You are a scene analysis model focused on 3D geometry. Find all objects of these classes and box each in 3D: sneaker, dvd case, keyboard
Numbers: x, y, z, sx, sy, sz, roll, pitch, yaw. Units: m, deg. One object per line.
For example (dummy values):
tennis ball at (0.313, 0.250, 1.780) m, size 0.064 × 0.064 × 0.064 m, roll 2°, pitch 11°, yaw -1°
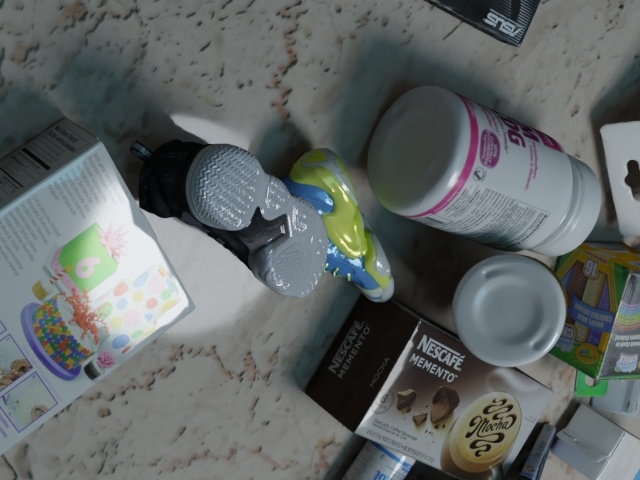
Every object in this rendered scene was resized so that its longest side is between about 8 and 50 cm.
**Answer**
sneaker at (-0.101, -0.034, 1.441) m, size 0.101 × 0.153 × 0.268 m, roll -60°, pitch 142°, yaw -14°
dvd case at (0.286, 0.380, 1.872) m, size 0.253 × 0.022 × 0.180 m, roll -28°, pitch 135°, yaw -70°
keyboard at (0.464, 0.144, 1.964) m, size 0.014 × 0.072 × 0.256 m, roll -32°, pitch 133°, yaw -62°
sneaker at (0.000, 0.000, 1.577) m, size 0.126 × 0.091 × 0.240 m, roll -27°, pitch 125°, yaw -1°

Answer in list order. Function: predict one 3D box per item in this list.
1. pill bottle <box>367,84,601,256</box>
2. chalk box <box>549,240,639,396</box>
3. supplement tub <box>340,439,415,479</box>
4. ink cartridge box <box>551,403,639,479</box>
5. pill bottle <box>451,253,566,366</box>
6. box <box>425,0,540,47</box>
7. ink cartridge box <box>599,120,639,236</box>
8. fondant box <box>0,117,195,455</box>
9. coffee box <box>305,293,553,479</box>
pill bottle at (0.209, -0.077, 1.626) m, size 0.283 × 0.160 × 0.160 m, roll 18°, pitch 99°, yaw -39°
chalk box at (0.406, 0.120, 1.869) m, size 0.132 × 0.132 × 0.213 m, roll 4°, pitch 108°, yaw -37°
supplement tub at (0.072, 0.317, 1.759) m, size 0.071 × 0.071 × 0.107 m, roll 34°, pitch 88°, yaw -39°
ink cartridge box at (0.427, 0.318, 1.981) m, size 0.143 × 0.092 × 0.090 m, roll 32°, pitch 89°, yaw -48°
pill bottle at (0.246, 0.085, 1.674) m, size 0.136 × 0.136 × 0.246 m, roll -64°, pitch 170°, yaw 4°
box at (0.206, -0.351, 1.578) m, size 0.191 × 0.045 × 0.184 m, roll 20°, pitch 95°, yaw -38°
ink cartridge box at (0.580, -0.132, 1.820) m, size 0.354 × 0.119 × 0.207 m, roll -7°, pitch 124°, yaw 17°
fondant box at (-0.325, 0.066, 1.358) m, size 0.330 × 0.096 × 0.238 m, roll -37°, pitch 126°, yaw -16°
coffee box at (0.148, 0.201, 1.729) m, size 0.297 × 0.119 × 0.168 m, roll 30°, pitch 91°, yaw -39°
